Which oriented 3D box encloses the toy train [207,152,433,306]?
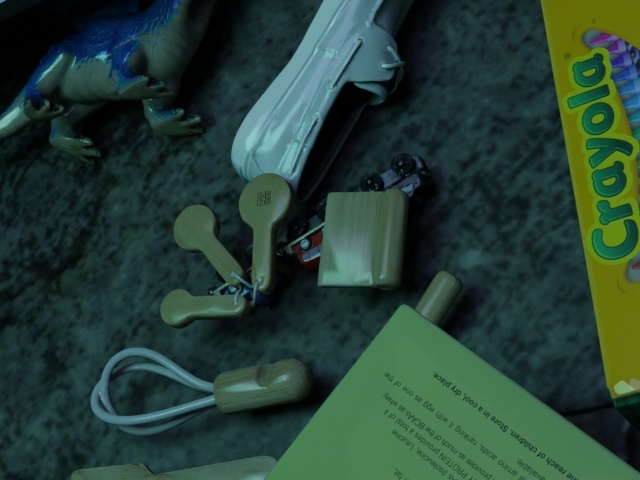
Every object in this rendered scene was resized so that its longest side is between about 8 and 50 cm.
[{"bbox_3d":[0.000,0.000,0.962,0.158,0.027,0.036,-31,62,15],"label":"toy train"}]

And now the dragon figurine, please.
[{"bbox_3d":[-0.151,-0.139,1.095,0.289,0.085,0.144,-14,58,25],"label":"dragon figurine"}]

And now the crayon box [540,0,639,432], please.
[{"bbox_3d":[0.216,-0.048,0.814,0.165,0.081,0.278,-19,56,22],"label":"crayon box"}]

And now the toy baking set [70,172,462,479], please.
[{"bbox_3d":[-0.036,0.074,0.929,0.197,0.030,0.256,23,81,34],"label":"toy baking set"}]

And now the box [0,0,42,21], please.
[{"bbox_3d":[-0.247,-0.230,1.146,0.293,0.073,0.295,-22,29,22],"label":"box"}]

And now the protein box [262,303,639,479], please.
[{"bbox_3d":[0.070,0.179,0.744,0.200,0.136,0.201,36,86,39],"label":"protein box"}]

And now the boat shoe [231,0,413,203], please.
[{"bbox_3d":[0.018,-0.105,0.987,0.063,0.066,0.184,34,83,26],"label":"boat shoe"}]
